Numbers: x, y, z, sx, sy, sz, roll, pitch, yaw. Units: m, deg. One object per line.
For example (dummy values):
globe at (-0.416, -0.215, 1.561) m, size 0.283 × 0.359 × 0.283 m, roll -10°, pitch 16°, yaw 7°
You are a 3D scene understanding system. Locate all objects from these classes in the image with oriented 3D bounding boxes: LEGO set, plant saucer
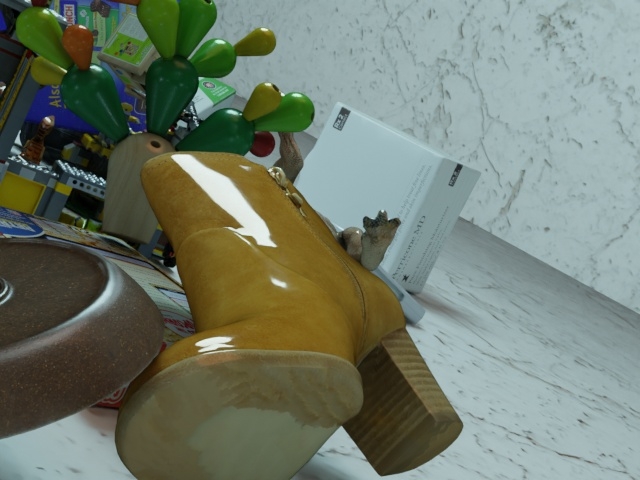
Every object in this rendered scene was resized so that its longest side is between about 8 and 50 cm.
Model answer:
LEGO set at (-0.231, -0.124, 1.002) m, size 0.331 × 0.192 × 0.255 m, roll 23°, pitch 8°, yaw -21°
plant saucer at (-0.150, 0.034, 0.508) m, size 0.168 × 0.029 × 0.168 m, roll -4°, pitch 21°, yaw 2°

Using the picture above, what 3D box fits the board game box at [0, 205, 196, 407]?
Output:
board game box at (-0.132, 0.042, 0.761) m, size 0.193 × 0.045 × 0.147 m, roll 32°, pitch 10°, yaw 40°

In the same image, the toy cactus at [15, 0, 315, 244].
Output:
toy cactus at (-0.119, -0.089, 0.859) m, size 0.219 × 0.180 × 0.112 m, roll 19°, pitch -9°, yaw -29°

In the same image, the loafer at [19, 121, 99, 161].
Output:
loafer at (-0.202, -0.104, 1.295) m, size 0.223 × 0.078 × 0.076 m, roll 16°, pitch 10°, yaw -10°

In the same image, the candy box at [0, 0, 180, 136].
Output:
candy box at (-0.290, -0.253, 1.172) m, size 0.317 × 0.268 × 0.122 m, roll 10°, pitch 8°, yaw -12°

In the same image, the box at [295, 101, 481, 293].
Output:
box at (0.074, -0.053, 1.571) m, size 0.182 × 0.181 × 0.119 m, roll 31°, pitch 10°, yaw 31°

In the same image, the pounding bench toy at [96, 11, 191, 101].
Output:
pounding bench toy at (-0.144, -0.170, 1.097) m, size 0.052 × 0.083 × 0.065 m, roll 23°, pitch -17°, yaw 30°

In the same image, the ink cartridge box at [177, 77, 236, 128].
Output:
ink cartridge box at (-0.246, -0.199, 1.699) m, size 0.208 × 0.087 × 0.153 m, roll 28°, pitch 30°, yaw 11°

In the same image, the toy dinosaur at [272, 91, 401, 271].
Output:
toy dinosaur at (-0.022, 0.011, 1.119) m, size 0.295 × 0.127 × 0.200 m, roll 47°, pitch -21°, yaw 23°

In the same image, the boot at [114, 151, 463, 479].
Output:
boot at (-0.050, 0.031, 0.662) m, size 0.211 × 0.104 × 0.295 m, roll 52°, pitch 18°, yaw 26°

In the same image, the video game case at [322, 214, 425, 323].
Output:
video game case at (0.000, 0.000, 1.362) m, size 0.212 × 0.023 × 0.193 m, roll 33°, pitch -7°, yaw 42°
